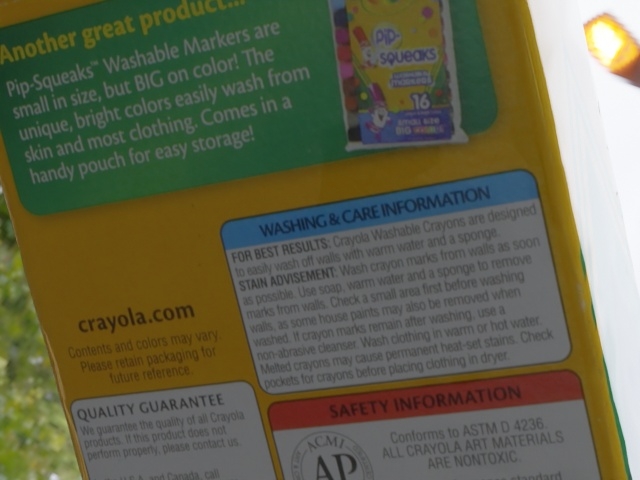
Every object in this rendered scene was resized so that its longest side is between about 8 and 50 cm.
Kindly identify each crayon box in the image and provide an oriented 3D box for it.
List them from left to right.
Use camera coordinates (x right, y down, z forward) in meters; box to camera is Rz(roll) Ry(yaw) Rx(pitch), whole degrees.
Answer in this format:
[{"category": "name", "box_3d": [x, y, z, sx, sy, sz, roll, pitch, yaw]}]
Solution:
[{"category": "crayon box", "box_3d": [0.000, 0.000, 0.492, 0.203, 0.083, 0.322, -9, -79, 24]}]
